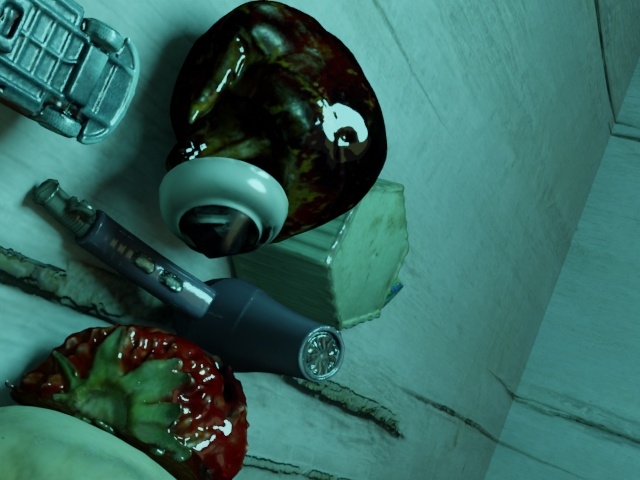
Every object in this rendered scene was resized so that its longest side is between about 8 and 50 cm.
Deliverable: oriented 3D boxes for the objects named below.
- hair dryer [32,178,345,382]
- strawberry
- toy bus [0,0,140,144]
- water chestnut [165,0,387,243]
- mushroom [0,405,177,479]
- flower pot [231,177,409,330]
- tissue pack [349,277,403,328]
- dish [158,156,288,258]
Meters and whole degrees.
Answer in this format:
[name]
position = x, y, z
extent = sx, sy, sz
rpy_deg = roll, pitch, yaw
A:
[hair dryer]
position = -0.167, 0.048, 0.863
extent = 0.361, 0.301, 0.121
rpy_deg = 38, 72, -31
[strawberry]
position = -0.181, 0.196, 0.878
extent = 0.150, 0.253, 0.280
rpy_deg = -64, 150, -28
[toy bus]
position = -0.280, -0.182, 0.646
extent = 0.265, 0.119, 0.121
rpy_deg = 33, 77, -58
[water chestnut]
position = -0.062, -0.132, 0.905
extent = 0.244, 0.289, 0.289
rpy_deg = 10, 98, -21
[mushroom]
position = -0.264, 0.317, 0.743
extent = 0.315, 0.315, 0.356
rpy_deg = -18, 131, -53
[flower pot]
position = 0.000, 0.000, 1.114
extent = 0.209, 0.189, 0.239
rpy_deg = -44, 139, -39
[tissue pack]
position = 0.083, 0.096, 1.409
extent = 0.111, 0.079, 0.085
rpy_deg = -26, 161, -49
[dish]
position = -0.106, -0.012, 0.799
extent = 0.141, 0.141, 0.078
rpy_deg = 63, 24, -49
